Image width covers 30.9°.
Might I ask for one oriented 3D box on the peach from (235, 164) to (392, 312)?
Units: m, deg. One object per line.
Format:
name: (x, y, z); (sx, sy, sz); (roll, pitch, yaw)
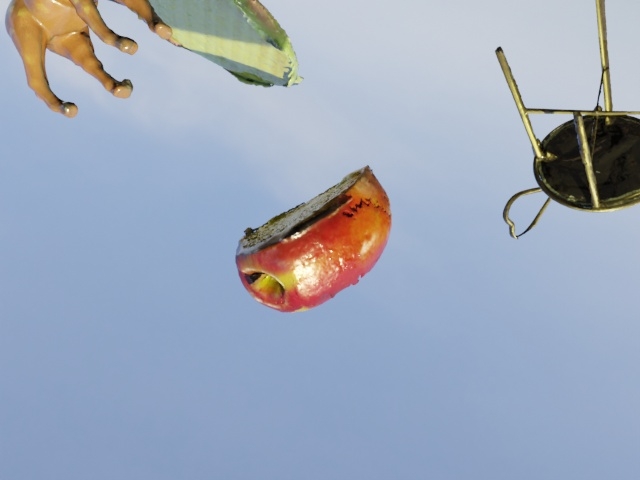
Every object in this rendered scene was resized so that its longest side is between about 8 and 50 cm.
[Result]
peach: (0.002, 0.006, 1.110); (0.172, 0.092, 0.127); (-33, -169, -24)

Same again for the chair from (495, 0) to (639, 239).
chair: (0.295, -0.093, 1.243); (0.159, 0.326, 0.170); (-31, -131, -10)

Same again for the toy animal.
toy animal: (-0.184, -0.238, 0.901); (0.066, 0.224, 0.230); (1, -128, -52)

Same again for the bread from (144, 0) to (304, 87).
bread: (-0.140, -0.251, 1.190); (0.301, 0.045, 0.301); (32, 173, 4)
